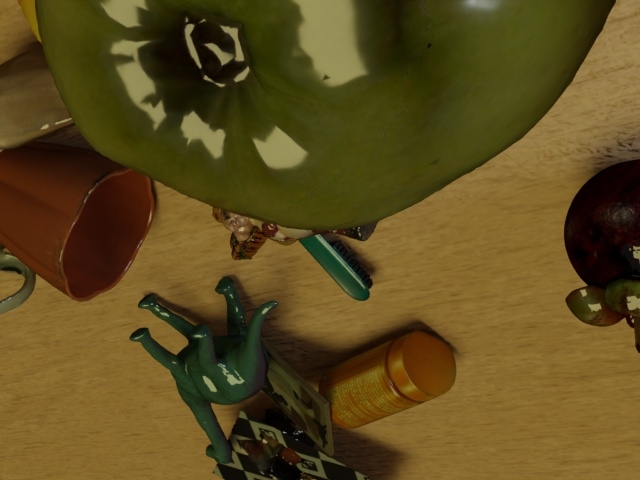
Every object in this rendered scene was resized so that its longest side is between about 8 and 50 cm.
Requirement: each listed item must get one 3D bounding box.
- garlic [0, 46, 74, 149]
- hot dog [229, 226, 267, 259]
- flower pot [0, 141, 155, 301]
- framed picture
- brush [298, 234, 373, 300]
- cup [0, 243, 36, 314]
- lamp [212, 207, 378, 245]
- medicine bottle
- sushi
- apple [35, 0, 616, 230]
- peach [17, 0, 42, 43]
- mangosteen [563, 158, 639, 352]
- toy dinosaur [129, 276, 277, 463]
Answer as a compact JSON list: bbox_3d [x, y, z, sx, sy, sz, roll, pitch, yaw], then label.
[{"bbox_3d":[-0.295,-0.170,1.331,0.318,0.143,0.112,-2,104,26],"label":"garlic"},{"bbox_3d":[-0.092,-0.009,1.482,0.049,0.037,0.122,46,143,11],"label":"hot dog"},{"bbox_3d":[-0.337,-0.038,1.485,0.173,0.190,0.190,23,144,20],"label":"flower pot"},{"bbox_3d":[-0.052,0.214,1.674,0.201,0.010,0.136,39,152,32],"label":"framed picture"},{"bbox_3d":[0.000,0.000,1.459,0.193,0.032,0.043,49,143,-10],"label":"brush"},{"bbox_3d":[-0.548,0.047,1.652,0.258,0.234,0.186,23,143,-1],"label":"cup"},{"bbox_3d":[-0.047,-0.050,1.355,0.253,0.118,0.118,1,137,26],"label":"lamp"},{"bbox_3d":[0.088,0.192,1.580,0.096,0.096,0.192,39,140,-18],"label":"medicine bottle"},{"bbox_3d":[-0.017,0.381,1.891,0.292,0.059,0.294,28,145,4],"label":"sushi"},{"bbox_3d":[0.009,-0.233,0.862,0.474,0.473,0.473,15,142,13],"label":"apple"},{"bbox_3d":[-0.250,-0.261,1.212,0.151,0.118,0.151,-14,156,-7],"label":"peach"},{"bbox_3d":[0.329,0.015,1.150,0.200,0.200,0.200,15,142,13],"label":"mangosteen"},{"bbox_3d":[-0.114,0.219,1.670,0.383,0.129,0.331,-5,126,46],"label":"toy dinosaur"}]
